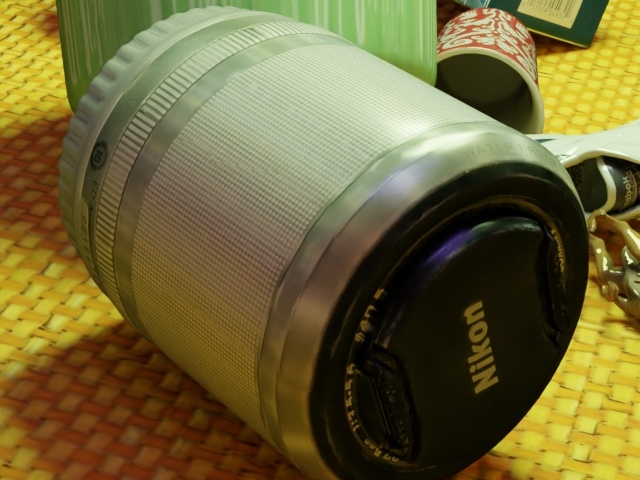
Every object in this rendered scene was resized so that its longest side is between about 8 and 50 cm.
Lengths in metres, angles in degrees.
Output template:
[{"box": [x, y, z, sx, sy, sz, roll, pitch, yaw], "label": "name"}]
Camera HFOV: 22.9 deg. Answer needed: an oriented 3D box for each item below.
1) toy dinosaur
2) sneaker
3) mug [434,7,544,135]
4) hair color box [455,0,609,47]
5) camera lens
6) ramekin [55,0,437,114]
[{"box": [0.228, 0.019, 1.124, 0.112, 0.064, 0.211, 33, 31, -6], "label": "toy dinosaur"}, {"box": [0.250, -0.051, 1.188, 0.235, 0.090, 0.095, -14, 10, -14], "label": "sneaker"}, {"box": [0.114, -0.133, 1.317, 0.150, 0.113, 0.169, 11, 25, 5], "label": "mug"}, {"box": [0.123, -0.316, 1.617, 0.174, 0.105, 0.347, 9, 19, -45], "label": "hair color box"}, {"box": [0.000, 0.000, 0.918, 0.219, 0.219, 0.274, -16, 35, -36], "label": "camera lens"}, {"box": [-0.054, -0.166, 1.172, 0.303, 0.148, 0.303, -3, -8, 0], "label": "ramekin"}]
